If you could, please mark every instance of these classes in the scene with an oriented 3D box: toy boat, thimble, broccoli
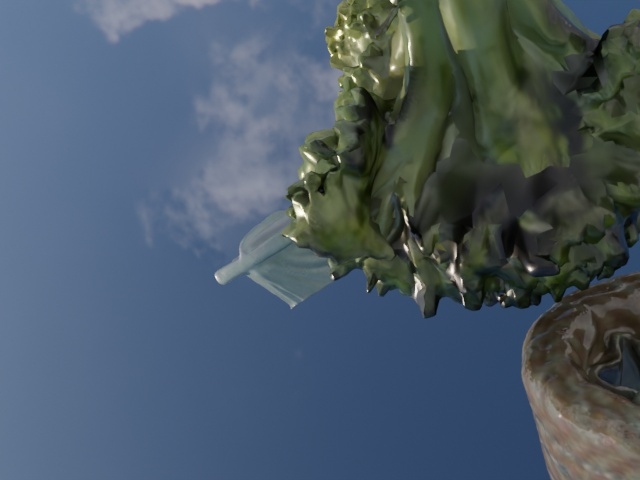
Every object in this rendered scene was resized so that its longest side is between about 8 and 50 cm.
[{"bbox_3d":[0.000,0.000,0.849,0.100,0.199,0.290,57,-147,3],"label":"toy boat"},{"bbox_3d":[0.264,0.126,0.509,0.229,0.148,0.196,4,-146,45],"label":"thimble"},{"bbox_3d":[0.125,-0.127,0.536,0.293,0.281,0.348,-7,-116,21],"label":"broccoli"}]
